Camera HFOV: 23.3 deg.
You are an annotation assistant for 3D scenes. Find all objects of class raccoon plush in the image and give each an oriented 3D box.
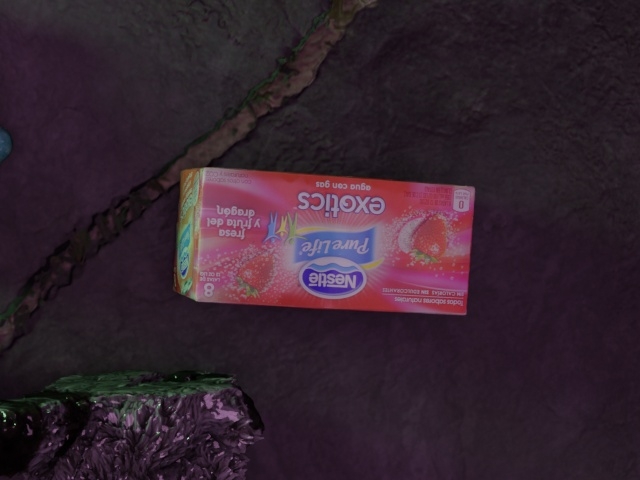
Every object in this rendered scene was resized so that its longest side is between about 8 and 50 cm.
[{"bbox_3d":[-0.238,0.295,1.575,0.446,0.216,0.299,-2,93,-32],"label":"raccoon plush"}]

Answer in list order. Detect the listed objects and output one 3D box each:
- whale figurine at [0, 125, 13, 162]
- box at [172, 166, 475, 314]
[{"bbox_3d":[-0.418,-0.124,1.576,0.216,0.141,0.272,16,87,-13],"label":"whale figurine"},{"bbox_3d":[0.000,0.000,1.679,0.300,0.154,0.142,4,91,-15],"label":"box"}]
